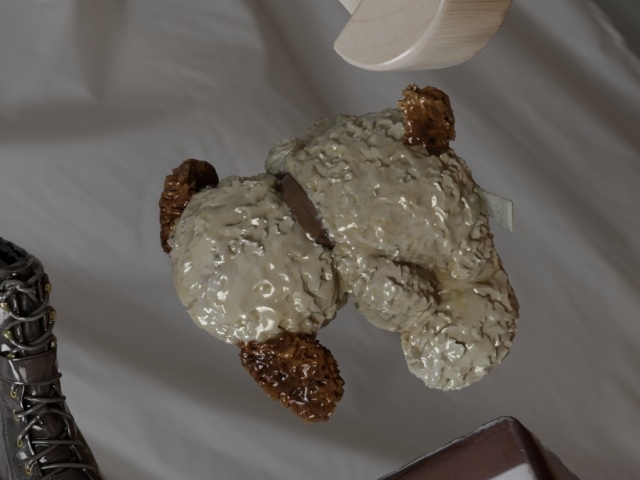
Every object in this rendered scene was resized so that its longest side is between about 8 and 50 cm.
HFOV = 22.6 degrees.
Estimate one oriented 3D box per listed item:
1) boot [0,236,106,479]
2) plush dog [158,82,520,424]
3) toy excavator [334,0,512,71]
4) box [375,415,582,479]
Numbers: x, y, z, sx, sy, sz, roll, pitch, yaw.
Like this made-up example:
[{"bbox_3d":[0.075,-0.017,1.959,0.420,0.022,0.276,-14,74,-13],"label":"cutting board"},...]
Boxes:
[{"bbox_3d":[-0.205,0.123,1.149,0.091,0.229,0.263,-18,30,-30],"label":"boot"},{"bbox_3d":[0.000,0.000,1.181,0.225,0.262,0.210,-29,-28,-13],"label":"plush dog"},{"bbox_3d":[-0.014,-0.380,1.135,0.222,0.433,0.445,-11,-62,-47],"label":"toy excavator"},{"bbox_3d":[0.043,0.181,0.487,0.168,0.167,0.203,-28,-27,11],"label":"box"}]
